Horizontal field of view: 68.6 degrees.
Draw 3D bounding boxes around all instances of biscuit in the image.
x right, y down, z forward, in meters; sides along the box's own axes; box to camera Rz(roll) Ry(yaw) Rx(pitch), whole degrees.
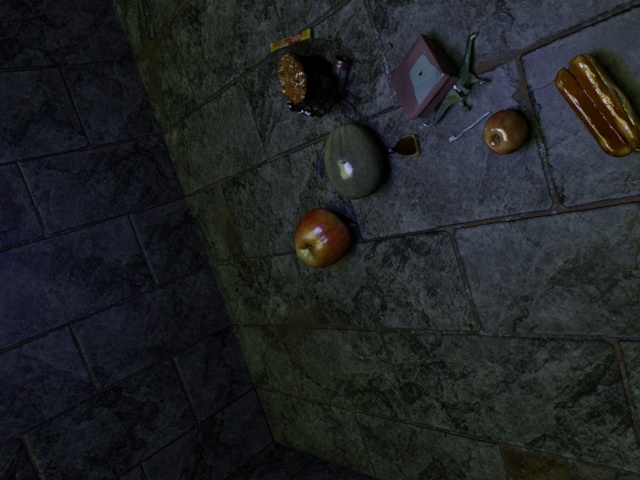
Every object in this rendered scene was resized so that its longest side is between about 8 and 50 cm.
[{"bbox_3d":[-0.137,-0.924,2.166,0.292,0.026,0.048,5,92,46],"label":"biscuit"}]

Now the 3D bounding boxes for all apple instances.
[{"bbox_3d":[0.000,0.000,2.263,0.277,0.250,0.309,34,161,38],"label":"apple"},{"bbox_3d":[0.612,-0.356,1.555,0.146,0.131,0.146,28,133,34],"label":"apple"}]

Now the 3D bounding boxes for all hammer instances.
[{"bbox_3d":[0.245,-0.729,1.859,0.029,0.014,0.123,62,143,18],"label":"hammer"}]

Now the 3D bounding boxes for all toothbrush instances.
[{"bbox_3d":[0.538,-0.411,1.697,0.193,0.013,0.019,-34,74,50],"label":"toothbrush"}]

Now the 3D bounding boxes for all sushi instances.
[{"bbox_3d":[-0.071,-0.658,2.020,0.348,0.208,0.234,-113,36,-45],"label":"sushi"}]

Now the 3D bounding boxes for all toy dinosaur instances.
[{"bbox_3d":[0.484,-0.532,1.653,0.147,0.077,0.362,59,140,34],"label":"toy dinosaur"}]

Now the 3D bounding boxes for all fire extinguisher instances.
[{"bbox_3d":[0.065,-0.667,2.020,0.071,0.099,0.231,15,127,-2],"label":"fire extinguisher"}]

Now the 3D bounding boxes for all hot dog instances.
[{"bbox_3d":[0.816,-0.381,1.349,0.337,0.100,0.135,59,148,10],"label":"hot dog"}]

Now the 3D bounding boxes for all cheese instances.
[{"bbox_3d":[0.330,-0.377,1.922,0.163,0.036,0.086,-5,108,48],"label":"cheese"}]

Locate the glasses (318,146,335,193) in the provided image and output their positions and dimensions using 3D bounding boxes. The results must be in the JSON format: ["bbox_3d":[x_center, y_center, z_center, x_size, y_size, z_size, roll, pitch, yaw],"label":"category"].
[{"bbox_3d":[0.070,-0.336,2.225,0.189,0.088,0.220,54,159,12],"label":"glasses"}]

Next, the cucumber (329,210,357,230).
[{"bbox_3d":[0.104,-0.102,2.295,0.181,0.053,0.053,34,131,35],"label":"cucumber"}]

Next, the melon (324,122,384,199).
[{"bbox_3d":[0.141,-0.333,1.988,0.249,0.249,0.329,-12,97,49],"label":"melon"}]

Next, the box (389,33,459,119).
[{"bbox_3d":[0.368,-0.582,1.691,0.215,0.086,0.215,-51,48,46],"label":"box"}]
